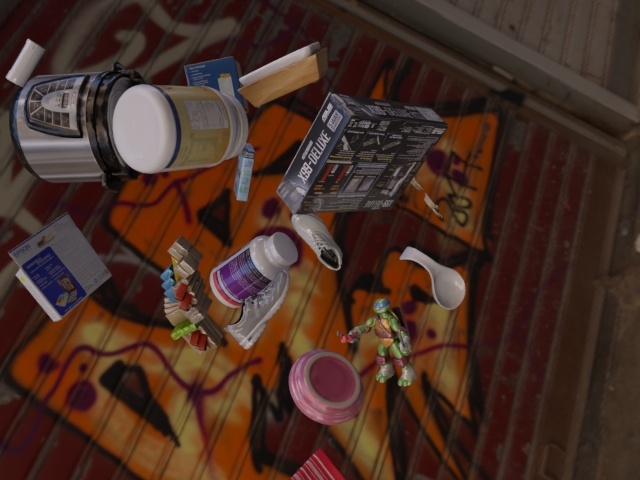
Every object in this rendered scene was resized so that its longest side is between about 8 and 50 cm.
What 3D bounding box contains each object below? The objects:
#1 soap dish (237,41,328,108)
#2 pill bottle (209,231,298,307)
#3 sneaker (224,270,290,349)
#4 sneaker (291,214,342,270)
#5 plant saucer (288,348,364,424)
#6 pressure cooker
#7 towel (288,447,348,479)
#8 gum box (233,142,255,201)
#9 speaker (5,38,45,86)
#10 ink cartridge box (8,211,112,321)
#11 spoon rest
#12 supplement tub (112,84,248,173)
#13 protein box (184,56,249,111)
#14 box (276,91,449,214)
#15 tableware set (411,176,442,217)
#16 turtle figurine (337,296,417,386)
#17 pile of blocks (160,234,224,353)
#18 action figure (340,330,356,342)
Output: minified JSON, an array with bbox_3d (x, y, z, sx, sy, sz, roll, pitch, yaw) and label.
[{"bbox_3d":[-0.115,-0.561,2.042,0.291,0.118,0.229,-19,18,17],"label":"soap dish"},{"bbox_3d":[-0.238,0.102,2.174,0.323,0.181,0.181,-33,24,29],"label":"pill bottle"},{"bbox_3d":[-0.197,0.204,1.928,0.281,0.115,0.105,-57,9,-19],"label":"sneaker"},{"bbox_3d":[0.000,0.000,2.038,0.094,0.258,0.091,-38,31,11],"label":"sneaker"},{"bbox_3d":[0.037,0.589,2.483,0.084,0.332,0.332,122,170,-45],"label":"plant saucer"},{"bbox_3d":[-0.743,-0.380,1.999,0.375,0.421,0.369,-76,-17,-55],"label":"pressure cooker"},{"bbox_3d":[-0.032,0.833,1.931,0.275,0.198,0.031,-40,8,-31],"label":"towel"},{"bbox_3d":[-0.280,-0.253,2.201,0.157,0.041,0.184,-122,41,-67],"label":"gum box"},{"bbox_3d":[-0.871,-0.523,1.778,0.136,0.055,0.055,-57,8,5],"label":"speaker"},{"bbox_3d":[-0.984,0.098,2.277,0.072,0.307,0.303,-20,20,34],"label":"ink cartridge box"},{"bbox_3d":[0.397,0.127,2.062,0.137,0.276,0.084,-55,16,-18],"label":"spoon rest"},{"bbox_3d":[-0.374,-0.308,1.649,0.316,0.228,0.228,-17,-37,-52],"label":"supplement tub"},{"bbox_3d":[-0.404,-0.593,2.365,0.136,0.200,0.201,-47,-54,-84],"label":"protein box"},{"bbox_3d":[0.091,-0.169,1.234,0.308,0.076,0.242,-6,-41,-43],"label":"box"},{"bbox_3d":[0.278,-0.130,1.627,0.020,0.168,0.141,-37,-11,12],"label":"tableware set"},{"bbox_3d":[0.181,0.330,1.826,0.274,0.198,0.266,-74,-33,-68],"label":"turtle figurine"},{"bbox_3d":[-0.374,0.172,1.629,0.112,0.149,0.362,-75,-21,-62],"label":"pile of blocks"},{"bbox_3d":[0.073,0.258,1.605,0.115,0.038,0.030,23,-127,-79],"label":"action figure"}]
